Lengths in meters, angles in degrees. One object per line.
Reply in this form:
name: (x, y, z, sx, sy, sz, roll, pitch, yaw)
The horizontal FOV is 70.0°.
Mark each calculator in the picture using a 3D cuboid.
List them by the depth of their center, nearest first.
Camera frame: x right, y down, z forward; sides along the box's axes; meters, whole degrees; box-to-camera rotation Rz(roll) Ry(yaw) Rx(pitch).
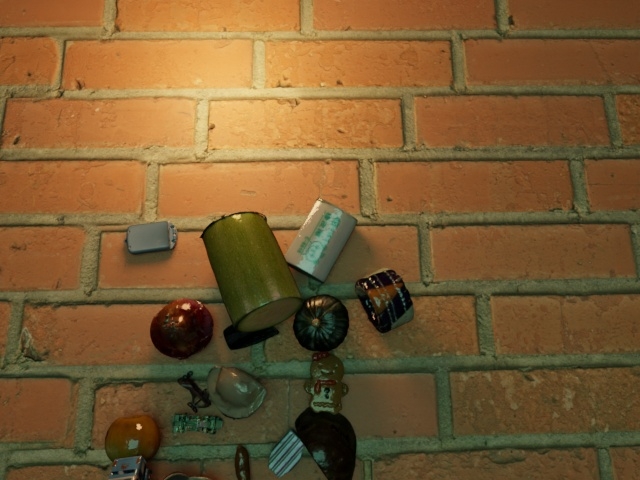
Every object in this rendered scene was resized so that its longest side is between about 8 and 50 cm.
calculator: (-0.671, -0.012, 1.805, 0.211, 0.039, 0.120, -8, 76, -2)

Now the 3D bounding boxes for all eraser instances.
eraser: (0.000, 0.000, 1.786, 0.189, 0.104, 0.289, 29, 79, 1)

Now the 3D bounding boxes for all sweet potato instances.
sweet potato: (-0.272, 0.825, 1.615, 0.057, 0.056, 0.194, -12, 69, -4)

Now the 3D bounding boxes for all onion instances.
onion: (-0.509, 0.321, 1.672, 0.230, 0.163, 0.229, 3, 74, -9)

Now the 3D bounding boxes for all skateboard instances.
skateboard: (-0.467, 0.560, 1.674, 0.080, 0.067, 0.151, -44, 85, 0)

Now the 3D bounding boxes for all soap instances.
soap: (-0.122, 0.763, 1.633, 0.100, 0.056, 0.149, 41, 79, 10)

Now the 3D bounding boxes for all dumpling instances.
dumpling: (-0.308, 0.549, 1.642, 0.247, 0.142, 0.172, 16, 80, 25)

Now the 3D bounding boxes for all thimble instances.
thimble: (0.231, 0.216, 1.688, 0.150, 0.237, 0.237, -23, 79, -11)

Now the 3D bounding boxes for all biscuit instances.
biscuit: (0.024, 0.519, 1.683, 0.166, 0.036, 0.225, 8, 65, -2)

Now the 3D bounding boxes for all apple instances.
apple: (-0.649, 0.686, 1.582, 0.183, 0.182, 0.155, -7, 68, -3)

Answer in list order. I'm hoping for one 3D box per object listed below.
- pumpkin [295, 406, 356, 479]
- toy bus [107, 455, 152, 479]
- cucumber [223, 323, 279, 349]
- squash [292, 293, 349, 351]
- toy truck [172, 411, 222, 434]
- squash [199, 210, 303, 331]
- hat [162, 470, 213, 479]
pumpkin: (0.054, 0.725, 1.603, 0.169, 0.148, 0.312, -35, 82, -6)
toy bus: (-0.609, 0.858, 1.501, 0.106, 0.131, 0.296, -7, 112, -3)
cucumber: (-0.268, 0.338, 1.719, 0.193, 0.086, 0.115, -24, 81, 0)
squash: (0.002, 0.304, 1.680, 0.219, 0.172, 0.217, 0, 83, 2)
toy truck: (-0.446, 0.657, 1.652, 0.175, 0.081, 0.067, 8, 77, -19)
squash: (-0.249, 0.103, 1.643, 0.263, 0.263, 0.384, -23, 67, -6)
hat: (-0.449, 0.900, 1.504, 0.161, 0.275, 0.232, -54, 54, 26)
